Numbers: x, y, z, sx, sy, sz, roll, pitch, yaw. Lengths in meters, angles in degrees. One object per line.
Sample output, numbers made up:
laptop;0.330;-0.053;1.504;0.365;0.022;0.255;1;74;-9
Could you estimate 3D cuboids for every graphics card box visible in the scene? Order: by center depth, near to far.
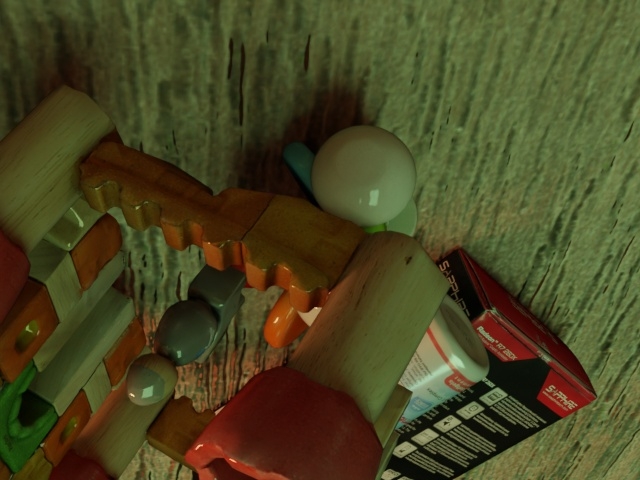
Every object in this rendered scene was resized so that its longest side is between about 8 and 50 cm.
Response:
graphics card box;0.071;0.185;0.906;0.371;0.094;0.233;-37;132;19

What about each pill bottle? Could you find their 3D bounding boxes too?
pill bottle;0.057;0.117;0.737;0.160;0.087;0.087;-35;133;20

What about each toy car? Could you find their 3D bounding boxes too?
toy car;0.000;0.000;0.654;0.136;0.181;0.159;8;167;9

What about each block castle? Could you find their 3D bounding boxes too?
block castle;-0.109;0.144;0.584;0.303;0.212;0.453;26;148;13
